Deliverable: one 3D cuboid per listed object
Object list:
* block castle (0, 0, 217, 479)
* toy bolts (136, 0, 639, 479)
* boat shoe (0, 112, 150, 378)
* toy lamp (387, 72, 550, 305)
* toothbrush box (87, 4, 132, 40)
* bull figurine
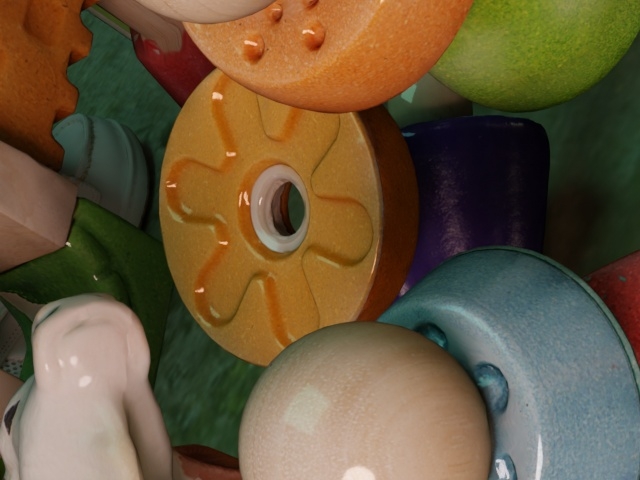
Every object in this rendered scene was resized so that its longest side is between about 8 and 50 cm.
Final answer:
[{"bbox_3d":[-0.156,0.086,0.787,0.303,0.213,0.453,-20,50,39],"label":"block castle"},{"bbox_3d":[0.000,0.000,0.529,0.218,0.158,0.228,-44,64,37],"label":"toy bolts"},{"bbox_3d":[-0.165,0.008,1.075,0.098,0.096,0.277,-44,25,31],"label":"boat shoe"},{"bbox_3d":[0.032,-0.102,0.692,0.080,0.080,0.275,-22,72,56],"label":"toy lamp"},{"bbox_3d":[-0.120,-0.192,1.004,0.122,0.283,0.206,-56,22,4],"label":"toothbrush box"},{"bbox_3d":[-0.070,0.168,0.477,0.188,0.101,0.310,176,111,-73],"label":"bull figurine"}]
